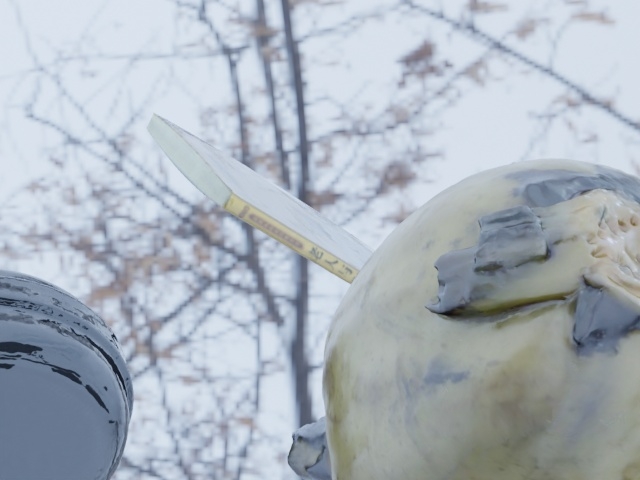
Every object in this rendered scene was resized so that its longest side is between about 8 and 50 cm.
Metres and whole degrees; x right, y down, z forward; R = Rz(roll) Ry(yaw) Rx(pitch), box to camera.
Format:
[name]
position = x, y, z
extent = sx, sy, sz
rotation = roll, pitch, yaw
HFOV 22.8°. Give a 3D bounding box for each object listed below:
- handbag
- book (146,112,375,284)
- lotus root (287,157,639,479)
[handbag]
position = -0.278, 0.154, 1.149
extent = 0.253, 0.308, 0.093
rotation = 26, -157, -37
[book]
position = 0.000, 0.000, 1.724
extent = 0.389, 0.269, 0.032
rotation = 31, -84, -32
[lotus root]
position = 0.077, 0.078, 0.789
extent = 0.182, 0.310, 0.183
rotation = 15, -123, -24
